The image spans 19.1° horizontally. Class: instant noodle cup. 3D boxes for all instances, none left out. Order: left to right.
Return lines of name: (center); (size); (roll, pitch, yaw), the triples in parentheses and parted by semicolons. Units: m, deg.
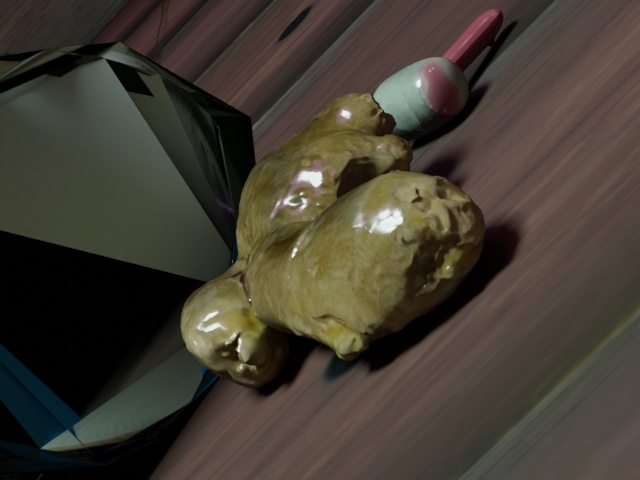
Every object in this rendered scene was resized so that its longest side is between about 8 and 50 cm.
instant noodle cup: (-0.152, 0.012, 0.881); (0.178, 0.240, 0.240); (-7, 42, 55)

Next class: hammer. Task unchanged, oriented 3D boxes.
hammer: (0.059, -0.080, 0.865); (0.083, 0.031, 0.052); (-49, 16, -31)

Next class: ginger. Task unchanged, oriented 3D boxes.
ginger: (0.007, -0.008, 0.756); (0.133, 0.059, 0.214); (-59, 16, -24)
